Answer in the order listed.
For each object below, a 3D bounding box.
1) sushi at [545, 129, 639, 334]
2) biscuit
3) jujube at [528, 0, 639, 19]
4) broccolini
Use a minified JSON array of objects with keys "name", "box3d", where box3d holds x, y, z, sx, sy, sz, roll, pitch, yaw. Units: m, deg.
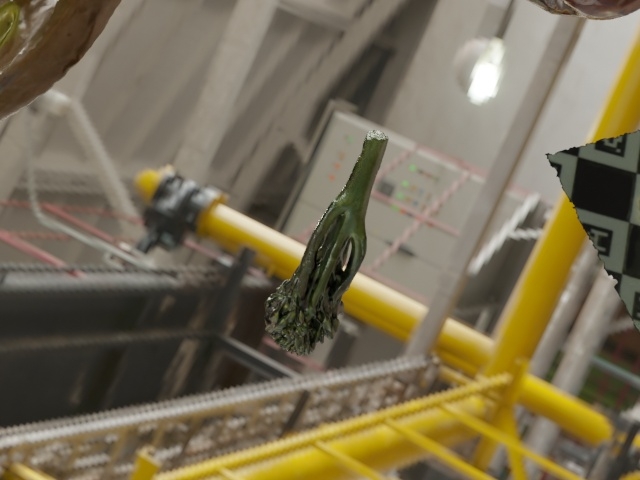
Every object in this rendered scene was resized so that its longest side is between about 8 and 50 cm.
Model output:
[{"name":"sushi","box3d":[0.311,0.013,1.150,0.220,0.231,0.047,-15,-26,-18]},{"name":"biscuit","box3d":[-0.304,-0.231,1.239,0.070,0.394,0.350,43,-127,-41]},{"name":"jujube","box3d":[0.257,-0.354,1.272,0.216,0.216,0.342,33,-106,-70]},{"name":"broccolini","box3d":[0.016,0.009,1.193,0.091,0.068,0.202,-21,-32,-51]}]
